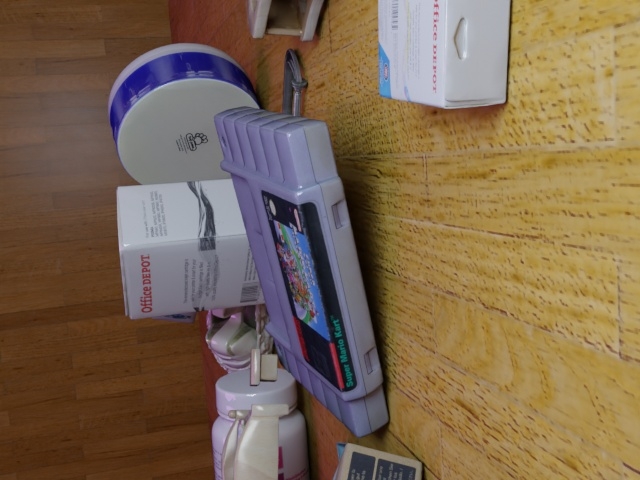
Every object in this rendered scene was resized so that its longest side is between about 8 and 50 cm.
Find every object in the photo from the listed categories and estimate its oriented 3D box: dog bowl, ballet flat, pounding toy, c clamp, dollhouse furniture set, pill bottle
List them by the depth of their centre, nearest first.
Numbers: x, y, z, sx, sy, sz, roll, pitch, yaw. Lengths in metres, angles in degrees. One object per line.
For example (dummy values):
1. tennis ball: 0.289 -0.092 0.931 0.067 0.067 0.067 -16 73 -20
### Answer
1. dollhouse furniture set: -0.124 0.279 0.754 0.303 0.174 0.355 118 153 -71
2. pounding toy: -0.069 -0.319 0.818 0.269 0.155 0.154 -151 61 -71
3. c clamp: -0.036 -0.188 1.011 0.137 0.022 0.160 -109 18 -53
4. pill bottle: -0.099 0.370 1.182 0.160 0.161 0.282 -157 62 -72
5. dog bowl: -0.235 -0.209 1.247 0.264 0.265 0.104 101 154 -47
6. ballet flat: -0.167 0.127 1.312 0.147 0.147 0.408 -120 29 -55

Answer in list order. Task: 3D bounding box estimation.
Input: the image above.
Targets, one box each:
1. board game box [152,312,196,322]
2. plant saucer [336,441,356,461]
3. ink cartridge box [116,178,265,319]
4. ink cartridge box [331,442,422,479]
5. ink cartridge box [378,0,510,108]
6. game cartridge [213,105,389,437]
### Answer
1. board game box: -0.277 0.004 1.450 0.303 0.098 0.223 112 164 -54
2. plant saucer: 0.052 0.360 0.911 0.067 0.018 0.191 134 127 -70
3. ink cartridge box: -0.163 0.011 1.061 0.197 0.273 0.114 105 153 -52
4. ink cartridge box: 0.030 0.354 0.726 0.234 0.088 0.193 102 -176 -47
5. ink cartridge box: 0.088 -0.148 0.522 0.122 0.052 0.088 -135 41 -68
6. game cartridge: -0.026 0.030 0.806 0.230 0.068 0.354 33 139 63
